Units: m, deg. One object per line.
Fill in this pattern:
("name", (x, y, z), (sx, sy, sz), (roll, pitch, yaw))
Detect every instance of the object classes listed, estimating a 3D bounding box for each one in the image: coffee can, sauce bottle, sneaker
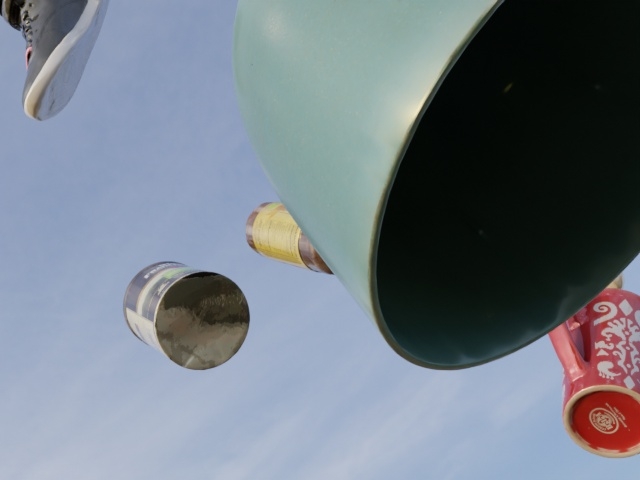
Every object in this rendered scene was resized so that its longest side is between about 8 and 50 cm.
("coffee can", (-0.293, 0.154, 1.671), (0.201, 0.275, 0.202), (-2, -86, -27))
("sauce bottle", (0.000, 0.000, 1.315), (0.111, 0.344, 0.112), (-7, -78, -36))
("sneaker", (-0.398, -0.288, 1.078), (0.146, 0.296, 0.105), (16, -38, -11))

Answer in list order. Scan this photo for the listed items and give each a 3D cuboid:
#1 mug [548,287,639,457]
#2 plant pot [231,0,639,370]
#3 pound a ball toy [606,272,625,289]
("mug", (0.293, 0.136, 0.834), (0.150, 0.169, 0.113), (20, -58, 9))
("plant pot", (0.080, -0.105, 0.498), (0.293, 0.235, 0.293), (-23, -44, -25))
("pound a ball toy", (0.514, 0.123, 1.045), (0.208, 0.136, 0.319), (-22, -71, 26))
